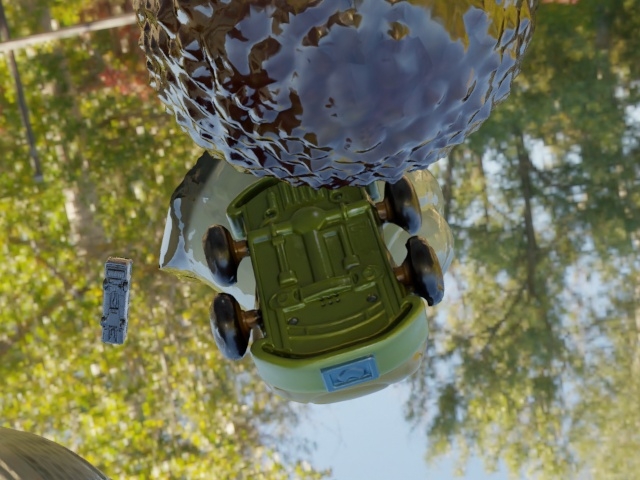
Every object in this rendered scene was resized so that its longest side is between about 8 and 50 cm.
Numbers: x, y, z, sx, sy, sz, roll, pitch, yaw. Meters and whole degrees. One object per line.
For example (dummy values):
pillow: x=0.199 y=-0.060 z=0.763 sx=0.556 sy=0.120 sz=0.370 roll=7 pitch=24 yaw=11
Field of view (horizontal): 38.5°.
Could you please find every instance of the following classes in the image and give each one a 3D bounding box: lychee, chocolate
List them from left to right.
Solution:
chocolate: x=0.000 y=0.000 z=1.179 sx=0.314 sy=0.297 sz=0.326 roll=-29 pitch=157 yaw=-37
lychee: x=0.007 y=-0.145 z=0.562 sx=0.261 sy=0.260 sz=0.260 roll=-10 pitch=-171 yaw=2

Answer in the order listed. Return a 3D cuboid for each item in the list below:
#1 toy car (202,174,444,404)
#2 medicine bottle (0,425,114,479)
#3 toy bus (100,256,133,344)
toy car: x=0.007 y=0.046 z=0.827 sx=0.201 sy=0.142 sz=0.247 roll=-14 pitch=-134 yaw=4
medicine bottle: x=-0.208 y=0.232 z=0.520 sx=0.256 sy=0.256 sz=0.325 roll=-10 pitch=164 yaw=5
toy bus: x=-0.293 y=0.086 z=1.323 sx=0.037 sy=0.130 sz=0.052 roll=7 pitch=-159 yaw=-1
